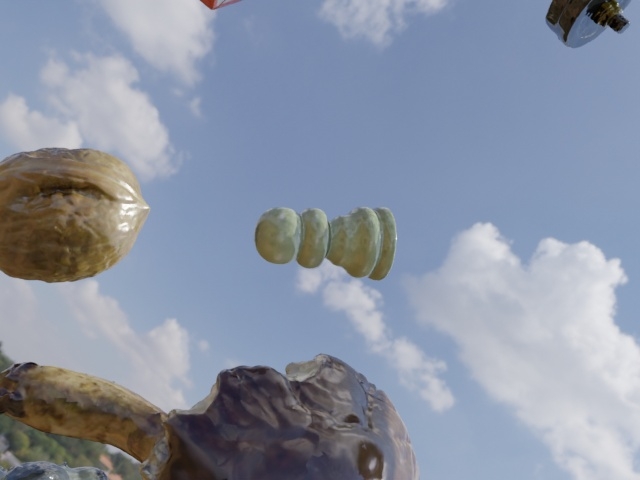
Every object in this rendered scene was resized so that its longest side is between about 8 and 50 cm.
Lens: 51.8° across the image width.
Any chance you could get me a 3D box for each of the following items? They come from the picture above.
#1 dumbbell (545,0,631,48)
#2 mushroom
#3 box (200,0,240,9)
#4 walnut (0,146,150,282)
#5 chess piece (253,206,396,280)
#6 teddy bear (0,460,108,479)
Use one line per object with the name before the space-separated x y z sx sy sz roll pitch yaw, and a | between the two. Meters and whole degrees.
dumbbell | 0.478 -0.550 1.348 0.388 0.185 0.185 53 -19 23
mushroom | -0.067 0.142 0.448 0.301 0.233 0.208 52 -58 34
box | -0.159 -0.511 1.144 0.099 0.133 0.182 45 -36 20
walnut | -0.285 -0.031 0.740 0.155 0.184 0.155 177 -90 -79
chess piece | 0.000 0.000 1.233 0.251 0.144 0.144 4 -16 -19
teddy bear | -0.281 0.309 0.681 0.171 0.144 0.251 63 -27 16
